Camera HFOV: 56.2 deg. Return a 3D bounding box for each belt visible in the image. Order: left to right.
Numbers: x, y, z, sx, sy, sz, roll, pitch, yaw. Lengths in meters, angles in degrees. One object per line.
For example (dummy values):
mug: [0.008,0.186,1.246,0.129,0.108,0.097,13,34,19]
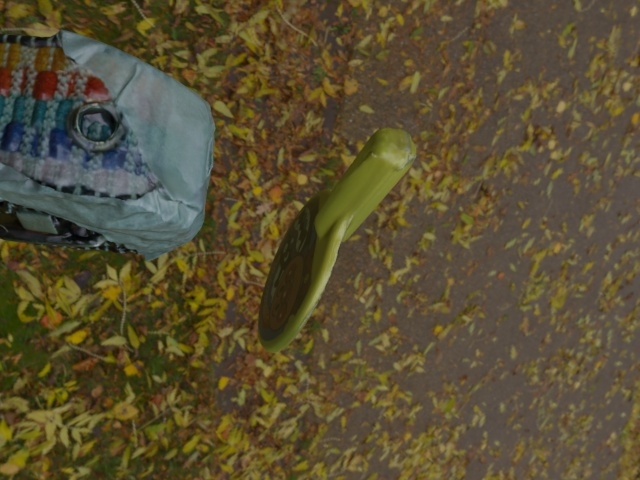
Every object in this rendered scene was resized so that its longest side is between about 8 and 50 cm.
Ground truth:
belt: [-0.212,-0.071,0.501,0.207,0.257,0.150,58,36,-73]

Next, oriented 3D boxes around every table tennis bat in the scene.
table tennis bat: [0.000,0.000,0.754,0.054,0.224,0.369,23,134,-17]
